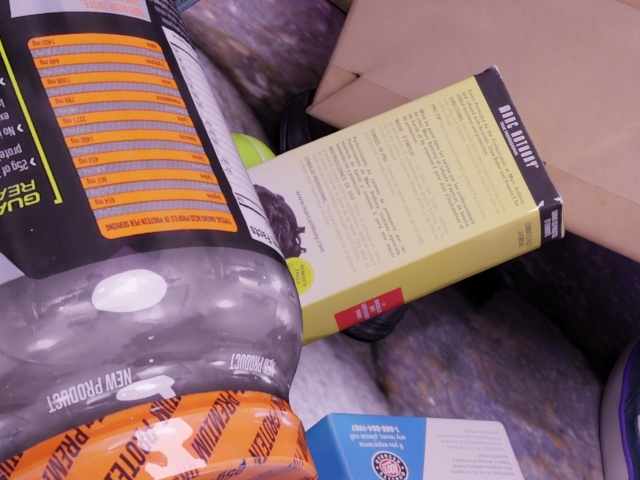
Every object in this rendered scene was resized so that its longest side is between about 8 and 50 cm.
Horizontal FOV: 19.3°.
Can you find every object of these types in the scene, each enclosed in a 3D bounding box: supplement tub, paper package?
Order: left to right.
[{"bbox_3d":[-0.137,-0.017,0.812,0.207,0.207,0.338,2,57,-46],"label":"supplement tub"},{"bbox_3d":[0.208,-0.075,1.108,0.309,0.168,0.325,26,6,34],"label":"paper package"}]

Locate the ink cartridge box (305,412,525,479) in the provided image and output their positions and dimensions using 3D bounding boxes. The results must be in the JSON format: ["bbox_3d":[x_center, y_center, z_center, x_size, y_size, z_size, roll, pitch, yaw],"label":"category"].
[{"bbox_3d":[0.063,0.206,0.936,0.134,0.078,0.231,8,52,-42],"label":"ink cartridge box"}]

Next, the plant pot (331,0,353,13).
[{"bbox_3d":[0.106,-0.316,1.306,0.276,0.254,0.276,28,40,-27],"label":"plant pot"}]

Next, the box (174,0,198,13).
[{"bbox_3d":[-0.175,-0.200,1.024,0.159,0.044,0.233,-37,88,-28],"label":"box"}]

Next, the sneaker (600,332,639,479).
[{"bbox_3d":[0.282,0.115,1.118,0.130,0.236,0.323,41,37,-13],"label":"sneaker"}]

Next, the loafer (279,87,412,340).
[{"bbox_3d":[0.024,-0.026,1.118,0.062,0.061,0.170,7,52,-42],"label":"loafer"}]

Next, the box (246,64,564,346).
[{"bbox_3d":[0.000,0.000,0.940,0.058,0.232,0.087,73,-7,-67],"label":"box"}]

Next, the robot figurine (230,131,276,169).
[{"bbox_3d":[-0.066,-0.027,1.018,0.115,0.067,0.101,1,46,-47],"label":"robot figurine"}]
